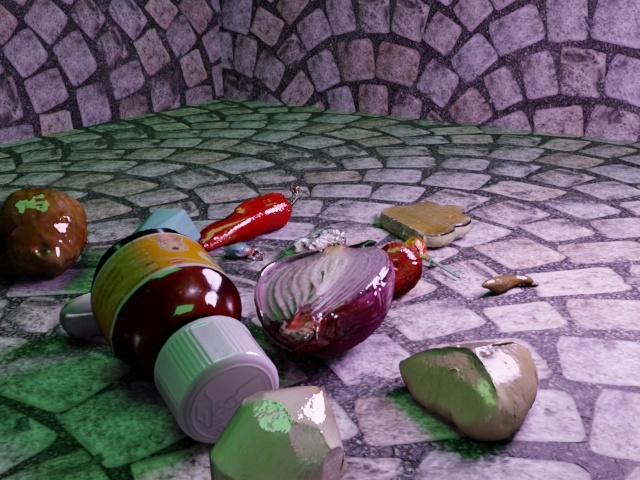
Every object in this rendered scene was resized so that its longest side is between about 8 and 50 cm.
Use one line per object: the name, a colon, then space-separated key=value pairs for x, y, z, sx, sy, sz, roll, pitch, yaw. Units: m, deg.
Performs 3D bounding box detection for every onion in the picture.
onion: x=0.002 y=0.145 z=1.411 sx=0.267 sy=0.159 sz=0.349 roll=-7 pitch=24 yaw=20

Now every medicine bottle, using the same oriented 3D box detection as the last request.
medicine bottle: x=-0.222 y=0.161 z=1.292 sx=0.242 sy=0.243 sz=0.395 roll=-13 pitch=37 yaw=-30

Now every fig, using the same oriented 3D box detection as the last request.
fig: x=0.159 y=0.055 z=1.701 sx=0.119 sy=0.119 sz=0.153 roll=-6 pitch=18 yaw=-11

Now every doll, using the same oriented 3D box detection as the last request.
doll: x=-0.193 y=0.027 z=1.919 sx=0.114 sy=0.039 sz=0.057 roll=11 pitch=55 yaw=4

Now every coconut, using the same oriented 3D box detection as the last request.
coconut: x=-0.045 y=0.273 z=0.997 sx=0.183 sy=0.171 sz=0.171 roll=-52 pitch=35 yaw=-7

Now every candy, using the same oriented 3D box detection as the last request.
candy: x=0.265 y=0.046 z=1.827 sx=0.060 sy=0.060 sz=0.201 roll=-12 pitch=29 yaw=-28

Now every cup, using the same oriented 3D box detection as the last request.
cup: x=-0.395 y=0.030 z=1.816 sx=0.134 sy=0.148 sz=0.236 roll=-29 pitch=14 yaw=25

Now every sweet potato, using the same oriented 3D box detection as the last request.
sweet potato: x=0.408 y=0.094 z=1.691 sx=0.153 sy=0.038 sz=0.041 roll=-2 pitch=40 yaw=-27

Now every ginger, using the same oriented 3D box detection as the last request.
ginger: x=-0.674 y=-0.014 z=1.844 sx=0.223 sy=0.200 sz=0.269 roll=24 pitch=-31 yaw=-20

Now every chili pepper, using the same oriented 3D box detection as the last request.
chili pepper: x=-0.185 y=-0.053 z=2.054 sx=0.387 sy=0.110 sz=0.110 roll=-25 pitch=30 yaw=-37

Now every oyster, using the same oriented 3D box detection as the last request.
oyster: x=0.000 y=0.000 z=1.949 sx=0.124 sy=0.064 sz=0.177 roll=-2 pitch=18 yaw=12

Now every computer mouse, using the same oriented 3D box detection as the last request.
computer mouse: x=-0.387 y=0.139 z=1.528 sx=0.245 sy=0.126 sz=0.056 roll=-6 pitch=58 yaw=-11

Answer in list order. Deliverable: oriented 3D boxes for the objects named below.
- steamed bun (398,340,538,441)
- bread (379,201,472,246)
steamed bun: x=0.261 y=0.223 z=1.239 sx=0.231 sy=0.110 sz=0.212 roll=-7 pitch=21 yaw=-7
bread: x=0.295 y=-0.046 z=2.057 sx=0.207 sy=0.056 sz=0.286 roll=-12 pitch=22 yaw=-18
